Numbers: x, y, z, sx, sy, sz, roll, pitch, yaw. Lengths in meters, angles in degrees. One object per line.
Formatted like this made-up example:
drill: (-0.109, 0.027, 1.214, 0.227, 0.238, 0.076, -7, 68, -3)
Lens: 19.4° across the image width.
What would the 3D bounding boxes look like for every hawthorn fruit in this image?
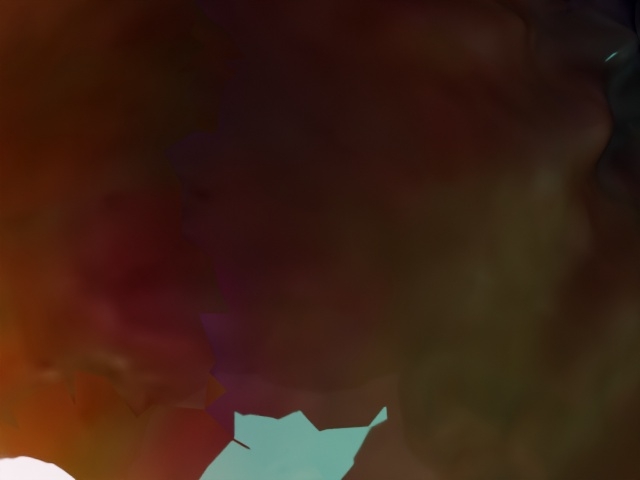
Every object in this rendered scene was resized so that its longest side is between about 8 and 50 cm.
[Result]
hawthorn fruit: (0.000, 0.000, 0.741, 0.472, 0.472, 0.472, -7, 157, -3)
